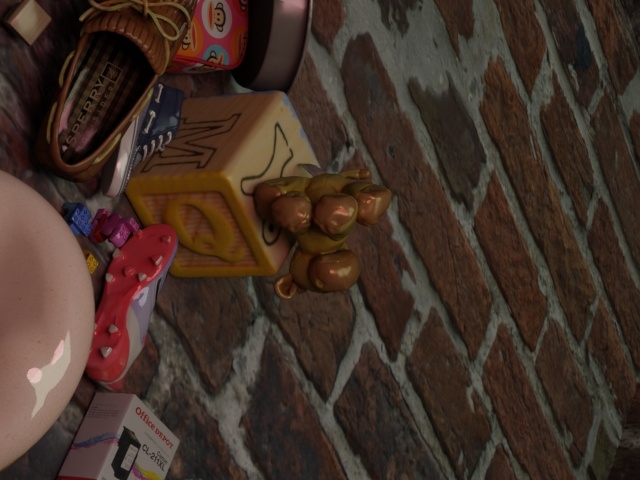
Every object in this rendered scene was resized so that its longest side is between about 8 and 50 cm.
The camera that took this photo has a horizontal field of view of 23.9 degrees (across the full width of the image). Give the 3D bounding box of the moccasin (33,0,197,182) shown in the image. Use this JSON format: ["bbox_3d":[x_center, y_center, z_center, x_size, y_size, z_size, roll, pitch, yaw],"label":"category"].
[{"bbox_3d":[-0.253,-0.255,1.934,0.139,0.147,0.380,33,80,-13],"label":"moccasin"}]

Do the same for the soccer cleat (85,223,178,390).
[{"bbox_3d":[-0.258,0.088,2.071,0.095,0.083,0.248,73,32,-52],"label":"soccer cleat"}]

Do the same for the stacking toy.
[{"bbox_3d":[-0.390,0.152,1.619,0.480,0.351,0.350,90,12,-67],"label":"stacking toy"}]

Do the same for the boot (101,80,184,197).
[{"bbox_3d":[-0.241,-0.138,2.081,0.086,0.069,0.190,19,69,-23],"label":"boot"}]

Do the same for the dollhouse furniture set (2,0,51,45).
[{"bbox_3d":[-0.322,-0.467,1.839,0.303,0.174,0.355,46,67,-35],"label":"dollhouse furniture set"}]

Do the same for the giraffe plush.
[{"bbox_3d":[0.000,0.000,2.075,0.210,0.181,0.170,-104,-166,-73],"label":"giraffe plush"}]

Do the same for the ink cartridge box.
[{"bbox_3d":[-0.275,0.308,2.027,0.127,0.072,0.175,54,46,-42],"label":"ink cartridge box"}]

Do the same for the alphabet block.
[{"bbox_3d":[-0.133,-0.079,2.162,0.197,0.193,0.192,-59,134,-41],"label":"alphabet block"}]

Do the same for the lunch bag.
[{"bbox_3d":[-0.213,-0.383,2.117,0.258,0.120,0.293,4,86,-57],"label":"lunch bag"}]

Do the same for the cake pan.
[{"bbox_3d":[-0.084,-0.350,2.219,0.054,0.293,0.293,0,88,-20],"label":"cake pan"}]

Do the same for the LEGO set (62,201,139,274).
[{"bbox_3d":[-0.310,0.027,1.965,0.087,0.093,0.227,56,44,-40],"label":"LEGO set"}]
